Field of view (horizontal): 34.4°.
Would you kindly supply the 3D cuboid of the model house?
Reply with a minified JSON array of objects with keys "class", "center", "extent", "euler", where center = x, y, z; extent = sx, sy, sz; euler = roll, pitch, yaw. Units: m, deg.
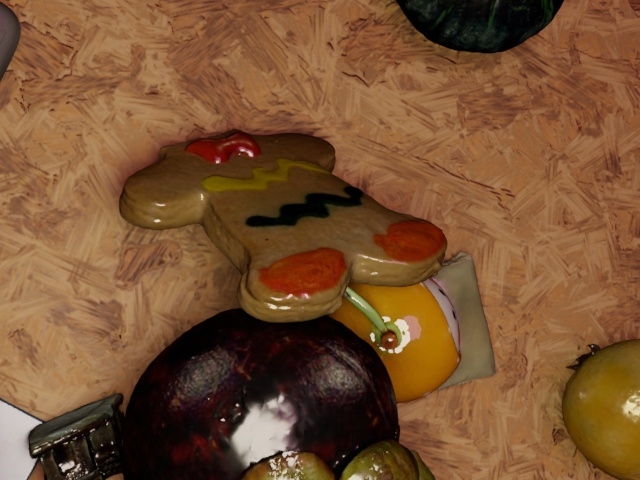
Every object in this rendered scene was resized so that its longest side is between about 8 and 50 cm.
[{"class":"model house","center":[-0.319,0.307,1.421],"extent":[0.165,0.106,0.152],"euler":[-21,104,-30]}]

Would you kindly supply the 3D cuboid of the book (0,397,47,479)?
[{"class":"book","center":[-0.524,0.277,1.405],"extent":[0.269,0.025,0.190],"euler":[31,73,-11]}]

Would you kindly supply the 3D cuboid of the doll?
[{"class":"doll","center":[0.101,0.138,1.517],"extent":[0.214,0.236,0.213],"euler":[0,88,12]}]

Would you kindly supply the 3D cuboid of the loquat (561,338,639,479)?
[{"class":"loquat","center":[0.501,0.264,1.647],"extent":[0.244,0.244,0.243],"euler":[3,81,-18]}]

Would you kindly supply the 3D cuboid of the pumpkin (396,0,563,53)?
[{"class":"pumpkin","center":[0.256,-0.461,1.664],"extent":[0.315,0.238,0.315],"euler":[2,81,-13]}]

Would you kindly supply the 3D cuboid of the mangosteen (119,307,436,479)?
[{"class":"mangosteen","center":[-0.043,0.270,1.361],"extent":[0.422,0.381,0.380],"euler":[16,73,24]}]

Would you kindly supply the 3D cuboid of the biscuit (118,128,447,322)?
[{"class":"biscuit","center":[-0.060,-0.045,1.436],"extent":[0.368,0.076,0.394],"euler":[-16,42,-34]}]

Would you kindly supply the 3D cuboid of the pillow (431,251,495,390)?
[{"class":"pillow","center":[0.212,0.128,1.654],"extent":[0.119,0.053,0.208],"euler":[-13,89,-17]}]

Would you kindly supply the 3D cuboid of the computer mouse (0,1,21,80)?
[{"class":"computer mouse","center":[-0.516,-0.246,1.471],"extent":[0.120,0.057,0.232],"euler":[25,72,-13]}]
